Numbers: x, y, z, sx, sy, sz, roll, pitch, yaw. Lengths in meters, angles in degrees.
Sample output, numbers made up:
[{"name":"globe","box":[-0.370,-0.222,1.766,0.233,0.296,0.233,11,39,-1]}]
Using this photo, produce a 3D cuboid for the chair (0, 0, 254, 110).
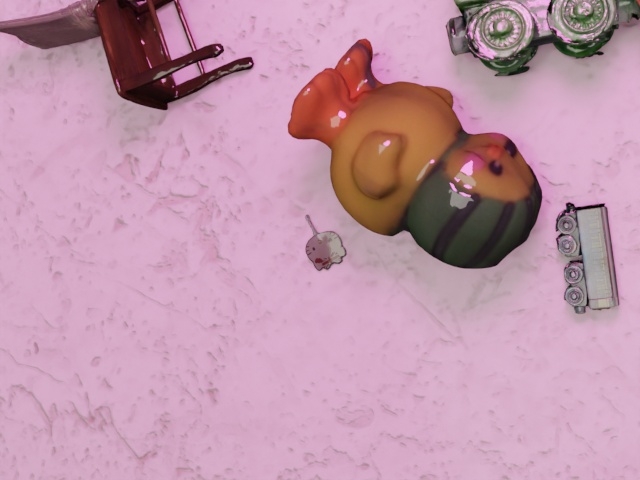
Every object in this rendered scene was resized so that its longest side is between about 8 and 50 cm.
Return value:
[{"name":"chair","box":[-0.280,-0.271,1.554,0.319,0.160,0.186,-20,87,14]}]

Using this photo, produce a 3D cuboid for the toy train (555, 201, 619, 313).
[{"name":"toy train","box":[0.347,0.021,1.451,0.071,0.038,0.148,-8,91,14]}]

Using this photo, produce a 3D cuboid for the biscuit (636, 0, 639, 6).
[{"name":"biscuit","box":[0.449,-0.324,1.337,0.334,0.047,0.202,42,72,-8]}]

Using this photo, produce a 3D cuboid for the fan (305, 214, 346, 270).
[{"name":"fan","box":[0.000,0.000,1.569,0.056,0.004,0.083,-28,85,16]}]

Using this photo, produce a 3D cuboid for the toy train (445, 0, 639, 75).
[{"name":"toy train","box":[0.273,-0.317,1.404,0.243,0.132,0.188,-11,86,15]}]

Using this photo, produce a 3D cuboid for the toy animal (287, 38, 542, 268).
[{"name":"toy animal","box":[0.122,-0.092,1.436,0.338,0.216,0.191,34,130,8]}]
